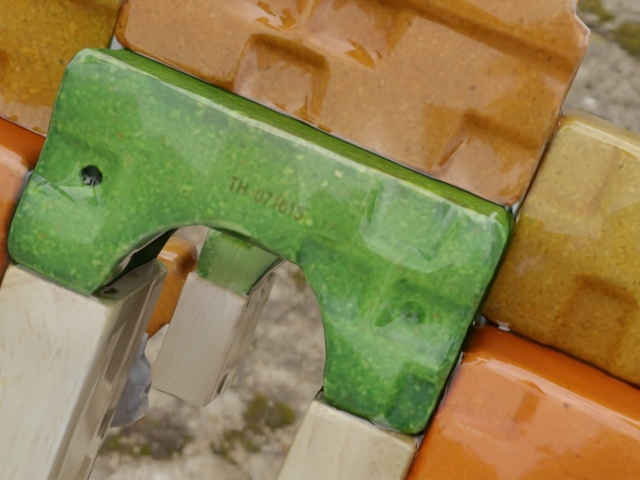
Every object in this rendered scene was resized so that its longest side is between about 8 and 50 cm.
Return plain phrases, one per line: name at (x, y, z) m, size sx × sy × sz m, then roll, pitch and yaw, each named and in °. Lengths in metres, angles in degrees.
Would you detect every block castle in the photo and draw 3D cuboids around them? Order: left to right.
block castle at (0.000, 0.000, 0.466) m, size 0.453 × 0.212 × 0.303 m, roll 24°, pitch 13°, yaw 6°
